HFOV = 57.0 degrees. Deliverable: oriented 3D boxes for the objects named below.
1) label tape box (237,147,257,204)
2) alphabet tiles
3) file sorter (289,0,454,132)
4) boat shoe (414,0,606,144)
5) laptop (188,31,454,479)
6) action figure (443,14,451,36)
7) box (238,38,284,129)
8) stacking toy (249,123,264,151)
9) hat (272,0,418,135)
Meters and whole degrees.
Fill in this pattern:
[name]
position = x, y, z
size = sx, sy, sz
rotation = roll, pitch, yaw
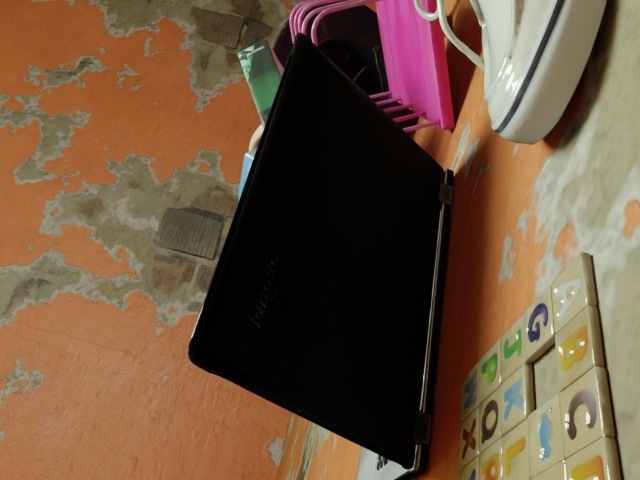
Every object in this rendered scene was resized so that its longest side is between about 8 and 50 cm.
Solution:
[label tape box]
position = 0.000, 0.000, 1.116
size = 0.115, 0.348, 0.249
rotation = -35, -31, -47
[alphabet tiles]
position = 0.124, 0.155, 0.368
size = 0.198, 0.009, 0.237
rotation = 108, 176, -51
[file sorter]
position = 0.063, -0.283, 0.924
size = 0.290, 0.182, 0.202
rotation = -111, 8, -66
[boat shoe]
position = 0.150, -0.256, 0.511
size = 0.136, 0.157, 0.366
rotation = 111, 174, -69
[laptop]
position = 0.016, 0.064, 0.699
size = 0.408, 0.237, 0.381
rotation = 109, 176, -57
[action figure]
position = 0.184, -0.409, 1.070
size = 0.280, 0.092, 0.138
rotation = 39, -138, -64
[box]
position = -0.018, -0.116, 0.898
size = 0.232, 0.059, 0.321
rotation = 49, -163, -59
[stacking toy]
position = 0.025, -0.038, 1.328
size = 0.350, 0.351, 0.479
rotation = 111, 155, -67
[hat]
position = 0.032, -0.301, 1.165
size = 0.134, 0.332, 0.331
rotation = 25, 101, 63
